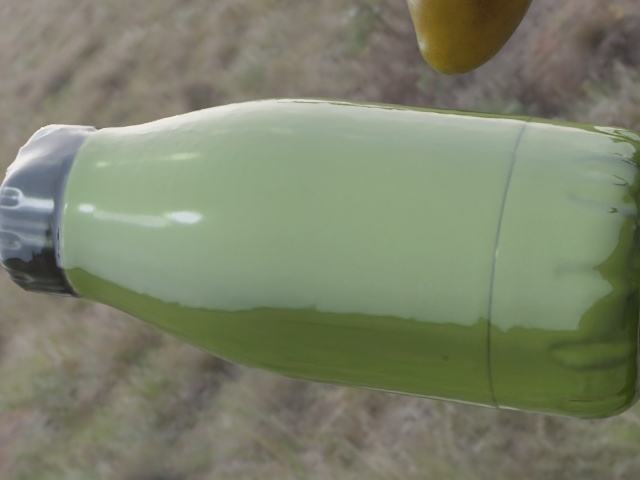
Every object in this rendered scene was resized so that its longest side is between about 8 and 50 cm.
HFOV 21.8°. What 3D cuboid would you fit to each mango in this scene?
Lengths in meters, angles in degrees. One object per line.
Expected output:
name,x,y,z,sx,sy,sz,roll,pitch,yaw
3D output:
mango,0.122,-0.208,1.338,0.111,0.163,0.089,-20,49,-1

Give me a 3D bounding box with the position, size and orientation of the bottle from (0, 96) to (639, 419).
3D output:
bottle,0.000,0.000,0.651,0.260,0.112,0.112,6,43,17
